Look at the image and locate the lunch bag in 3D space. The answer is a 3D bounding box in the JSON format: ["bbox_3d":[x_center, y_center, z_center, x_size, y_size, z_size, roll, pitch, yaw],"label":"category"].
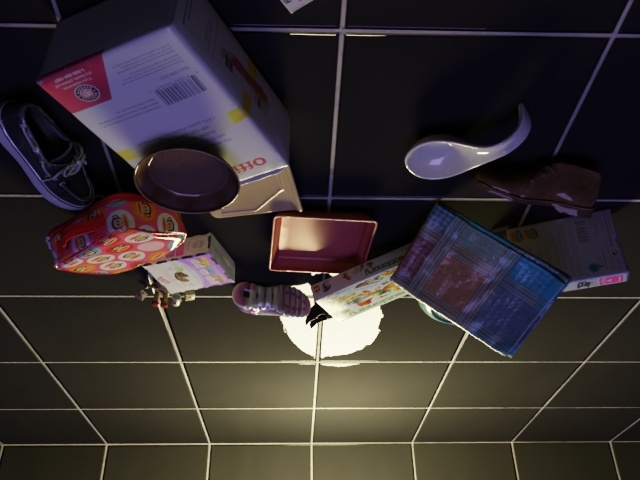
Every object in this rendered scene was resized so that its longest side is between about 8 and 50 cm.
[{"bbox_3d":[-0.495,-0.009,1.566,0.293,0.120,0.258,-24,164,29],"label":"lunch bag"}]

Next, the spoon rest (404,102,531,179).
[{"bbox_3d":[0.311,-0.197,1.407,0.276,0.084,0.137,-21,141,26],"label":"spoon rest"}]

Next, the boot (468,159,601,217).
[{"bbox_3d":[0.492,-0.140,1.515,0.305,0.112,0.115,9,115,-8],"label":"boot"}]

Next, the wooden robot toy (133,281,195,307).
[{"bbox_3d":[-0.449,0.145,1.918,0.173,0.076,0.079,8,135,-13],"label":"wooden robot toy"}]

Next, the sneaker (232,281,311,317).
[{"bbox_3d":[-0.148,0.187,1.975,0.237,0.095,0.104,10,152,-8],"label":"sneaker"}]

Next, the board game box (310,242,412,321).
[{"bbox_3d":[0.148,0.122,1.840,0.305,0.053,0.193,-24,148,12],"label":"board game box"}]

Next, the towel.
[{"bbox_3d":[0.385,0.101,1.648,0.370,0.040,0.271,32,117,9],"label":"towel"}]

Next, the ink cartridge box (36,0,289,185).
[{"bbox_3d":[-0.265,-0.261,1.225,0.279,0.160,0.384,-15,144,21],"label":"ink cartridge box"}]

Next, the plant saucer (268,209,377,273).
[{"bbox_3d":[0.000,0.000,1.728,0.259,0.047,0.259,3,147,-6],"label":"plant saucer"}]

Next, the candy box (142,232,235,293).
[{"bbox_3d":[-0.353,0.065,1.794,0.196,0.070,0.165,-11,145,13],"label":"candy box"}]

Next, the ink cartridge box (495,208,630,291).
[{"bbox_3d":[0.593,0.040,1.678,0.311,0.185,0.065,-11,148,16],"label":"ink cartridge box"}]

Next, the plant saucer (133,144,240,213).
[{"bbox_3d":[-0.251,-0.121,1.258,0.199,0.036,0.198,-1,146,-1],"label":"plant saucer"}]

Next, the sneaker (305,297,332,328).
[{"bbox_3d":[0.030,0.200,1.991,0.170,0.089,0.051,-20,142,27],"label":"sneaker"}]

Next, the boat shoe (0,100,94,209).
[{"bbox_3d":[-0.552,-0.174,1.394,0.105,0.113,0.306,2,140,22],"label":"boat shoe"}]

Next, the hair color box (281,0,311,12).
[{"bbox_3d":[-0.011,-0.437,1.073,0.141,0.043,0.072,-21,142,26],"label":"hair color box"}]

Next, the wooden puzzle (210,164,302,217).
[{"bbox_3d":[-0.173,-0.133,1.534,0.239,0.044,0.221,-2,147,9],"label":"wooden puzzle"}]

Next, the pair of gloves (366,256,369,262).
[{"bbox_3d":[0.138,0.072,1.872,0.083,0.010,0.074,12,143,-23],"label":"pair of gloves"}]

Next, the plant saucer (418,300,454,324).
[{"bbox_3d":[0.460,0.186,2.025,0.318,0.043,0.317,-1,146,-1],"label":"plant saucer"}]
